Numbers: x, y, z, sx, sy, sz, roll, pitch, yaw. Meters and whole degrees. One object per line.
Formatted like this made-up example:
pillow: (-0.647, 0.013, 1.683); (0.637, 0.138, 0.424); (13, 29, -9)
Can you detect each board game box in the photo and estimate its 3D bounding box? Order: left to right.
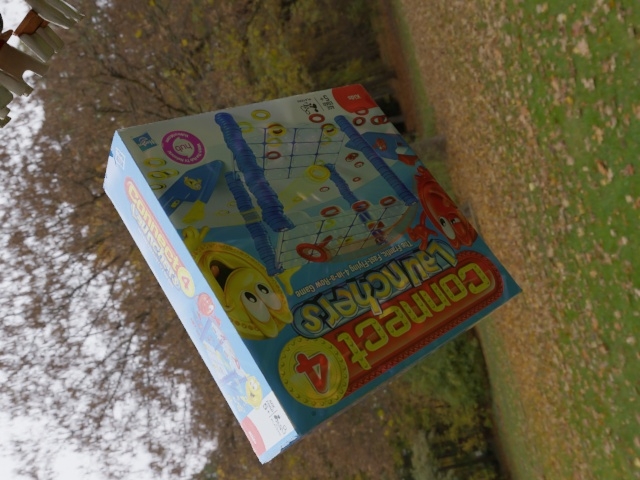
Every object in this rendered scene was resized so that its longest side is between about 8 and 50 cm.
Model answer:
board game box: (0.000, 0.000, 0.570); (0.302, 0.308, 0.086); (55, 141, 16)

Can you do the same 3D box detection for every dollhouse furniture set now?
dollhouse furniture set: (-0.459, -0.224, 0.745); (0.135, 0.262, 0.259); (37, -165, -26)

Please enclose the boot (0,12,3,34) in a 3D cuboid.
boot: (-0.461, -0.264, 0.607); (0.106, 0.219, 0.082); (27, 112, 58)
